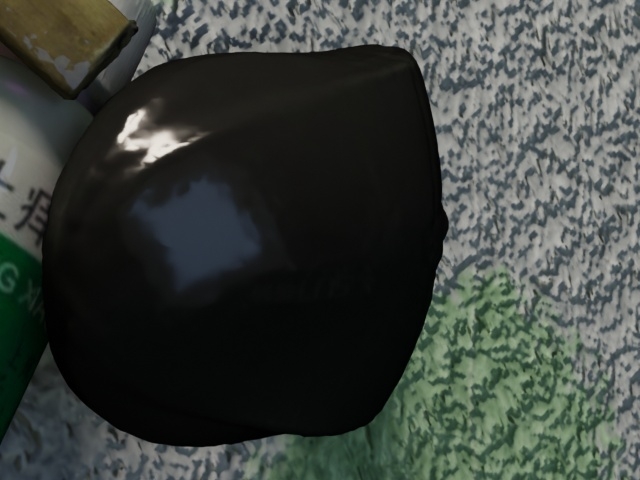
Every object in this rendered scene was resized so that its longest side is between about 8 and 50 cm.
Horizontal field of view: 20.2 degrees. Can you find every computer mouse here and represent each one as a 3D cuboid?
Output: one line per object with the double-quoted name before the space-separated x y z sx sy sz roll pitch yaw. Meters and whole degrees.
"computer mouse" 0.000 0.000 0.635 0.270 0.086 0.137 -16 114 -69

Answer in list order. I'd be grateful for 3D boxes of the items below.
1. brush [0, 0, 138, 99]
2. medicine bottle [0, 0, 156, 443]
"brush" -0.152 -0.136 0.521 0.248 0.036 0.043 43 61 -12
"medicine bottle" -0.132 0.023 0.562 0.095 0.095 0.260 38 63 -39
